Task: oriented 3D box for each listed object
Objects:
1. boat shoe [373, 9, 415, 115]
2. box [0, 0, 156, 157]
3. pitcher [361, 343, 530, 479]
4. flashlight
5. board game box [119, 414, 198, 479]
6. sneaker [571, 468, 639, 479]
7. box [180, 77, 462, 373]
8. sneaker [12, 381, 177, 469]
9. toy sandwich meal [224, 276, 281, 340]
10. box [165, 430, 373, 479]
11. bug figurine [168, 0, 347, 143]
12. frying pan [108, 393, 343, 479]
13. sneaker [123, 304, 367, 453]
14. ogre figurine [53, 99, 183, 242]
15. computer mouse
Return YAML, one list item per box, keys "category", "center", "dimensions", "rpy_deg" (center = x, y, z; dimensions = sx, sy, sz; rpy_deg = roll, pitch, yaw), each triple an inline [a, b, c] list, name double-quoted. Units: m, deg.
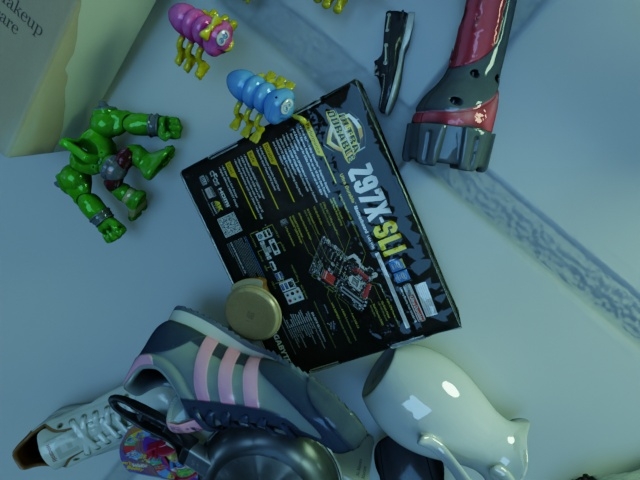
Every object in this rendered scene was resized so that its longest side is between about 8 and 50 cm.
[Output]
- category: "boat shoe"
  center: [0.085, -0.218, 0.523]
  dimensions: [0.038, 0.046, 0.125]
  rpy_deg: [13, 100, 9]
- category: "box"
  center: [-0.344, -0.272, 0.542]
  dimensions: [0.148, 0.121, 0.311]
  rpy_deg: [42, 114, 0]
- category: "pitcher"
  center: [0.156, 0.231, 0.524]
  dimensions: [0.207, 0.178, 0.125]
  rpy_deg: [33, 110, 3]
- category: "flashlight"
  center: [0.166, -0.233, 0.476]
  dimensions: [0.104, 0.103, 0.303]
  rpy_deg: [10, 103, 13]
- category: "board game box"
  center: [-0.227, 0.341, 0.662]
  dimensions: [0.169, 0.033, 0.133]
  rpy_deg: [25, 108, -20]
- category: "sneaker"
  center: [0.406, 0.332, 0.536]
  dimensions: [0.237, 0.085, 0.086]
  rpy_deg: [-29, 78, 15]
- category: "box"
  center: [0.000, 0.000, 0.558]
  dimensions: [0.257, 0.079, 0.321]
  rpy_deg: [-23, 96, 16]
- category: "sneaker"
  center: [-0.350, 0.303, 0.673]
  dimensions: [0.291, 0.123, 0.105]
  rpy_deg: [-24, 93, 14]
- category: "toy sandwich meal"
  center: [-0.085, 0.088, 0.547]
  dimensions: [0.086, 0.029, 0.085]
  rpy_deg: [4, 107, 13]
- category: "box"
  center: [-0.068, 0.290, 0.617]
  dimensions: [0.276, 0.113, 0.094]
  rpy_deg: [24, 104, 5]
- category: "bug figurine"
  center: [-0.059, -0.265, 0.491]
  dimensions: [0.217, 0.072, 0.278]
  rpy_deg: [29, 86, 13]
- category: "frying pan"
  center: [-0.115, 0.272, 0.546]
  dimensions: [0.326, 0.053, 0.197]
  rpy_deg: [45, 102, -1]
- category: "sneaker"
  center: [-0.103, 0.193, 0.511]
  dimensions: [0.319, 0.131, 0.112]
  rpy_deg: [16, 143, 33]
- category: "ogre figurine"
  center: [-0.288, -0.108, 0.598]
  dimensions: [0.118, 0.096, 0.197]
  rpy_deg: [33, 117, -8]
- category: "computer mouse"
  center: [0.179, 0.387, 0.595]
  dimensions: [0.184, 0.060, 0.261]
  rpy_deg: [-9, 106, 12]
